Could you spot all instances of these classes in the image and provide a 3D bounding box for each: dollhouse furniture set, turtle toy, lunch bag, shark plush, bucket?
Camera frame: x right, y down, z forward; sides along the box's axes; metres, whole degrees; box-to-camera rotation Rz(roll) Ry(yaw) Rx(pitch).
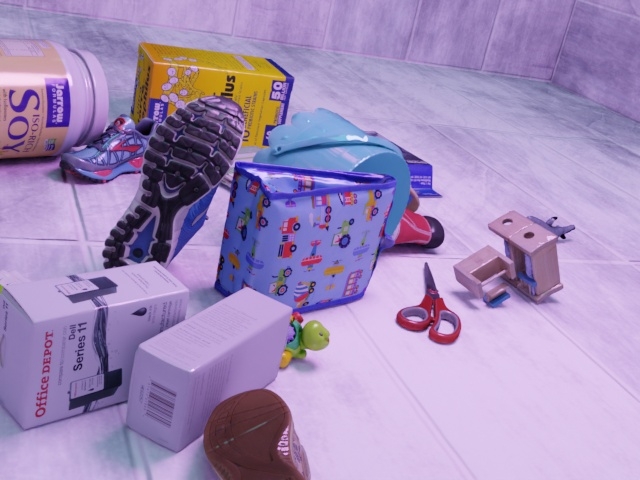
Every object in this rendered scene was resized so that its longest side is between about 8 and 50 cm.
[{"bbox_3d":[0.339,0.056,1.586,0.183,0.129,0.129,-29,36,-15],"label":"dollhouse furniture set"},{"bbox_3d":[-0.050,0.134,1.218,0.130,0.066,0.095,16,23,9],"label":"turtle toy"},{"bbox_3d":[0.000,0.000,1.359,0.293,0.221,0.138,-1,26,-31],"label":"lunch bag"},{"bbox_3d":[0.519,-0.023,1.893,0.161,0.067,0.073,4,24,-20],"label":"shark plush"},{"bbox_3d":[0.022,-0.092,1.550,0.183,0.281,0.281,34,30,34],"label":"bucket"}]

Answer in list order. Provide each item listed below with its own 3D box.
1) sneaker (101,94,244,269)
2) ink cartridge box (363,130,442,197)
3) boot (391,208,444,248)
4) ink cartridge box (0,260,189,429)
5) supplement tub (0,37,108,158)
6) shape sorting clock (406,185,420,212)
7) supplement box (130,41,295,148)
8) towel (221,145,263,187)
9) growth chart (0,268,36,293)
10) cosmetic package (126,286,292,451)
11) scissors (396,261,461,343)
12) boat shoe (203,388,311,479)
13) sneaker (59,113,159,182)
[{"bbox_3d":[-0.227,-0.083,1.328,0.129,0.330,0.147,33,8,-2],"label":"sneaker"},{"bbox_3d":[0.159,-0.199,2.128,0.165,0.065,0.332,-3,28,-34],"label":"ink cartridge box"},{"bbox_3d":[0.146,-0.051,1.757,0.176,0.088,0.244,7,21,-33],"label":"boot"},{"bbox_3d":[-0.276,0.122,1.017,0.208,0.153,0.087,-10,33,-42],"label":"ink cartridge box"},{"bbox_3d":[-0.621,-0.282,1.677,0.331,0.241,0.241,-10,32,-43],"label":"supplement tub"},{"bbox_3d":[0.121,-0.120,1.807,0.206,0.040,0.206,29,-13,7],"label":"shape sorting clock"},{"bbox_3d":[-0.274,-0.359,2.103,0.356,0.194,0.195,2,25,-24],"label":"supplement box"},{"bbox_3d":[-0.121,-0.139,1.874,0.325,0.038,0.248,28,26,35],"label":"towel"},{"bbox_3d":[-0.434,0.086,1.190,0.237,0.021,0.172,17,24,13],"label":"growth chart"},{"bbox_3d":[-0.134,0.154,1.062,0.085,0.117,0.231,23,23,21],"label":"cosmetic package"},{"bbox_3d":[0.208,0.106,1.492,0.109,0.021,0.297,15,21,12],"label":"scissors"},{"bbox_3d":[-0.061,0.262,0.909,0.104,0.089,0.285,-18,25,-5],"label":"boat shoe"},{"bbox_3d":[-0.432,-0.202,1.735,0.104,0.125,0.262,23,24,25],"label":"sneaker"}]
